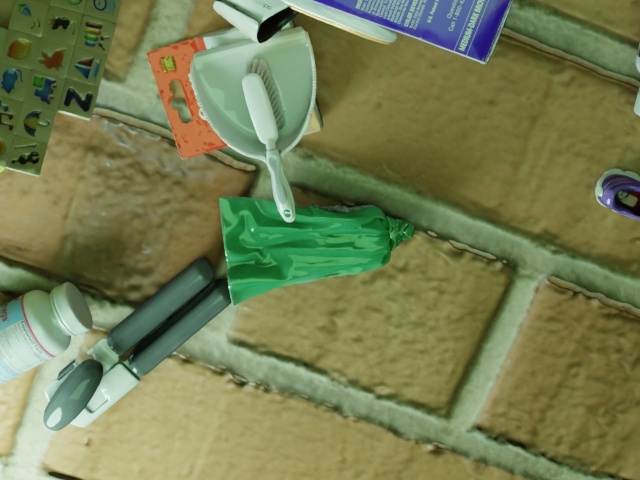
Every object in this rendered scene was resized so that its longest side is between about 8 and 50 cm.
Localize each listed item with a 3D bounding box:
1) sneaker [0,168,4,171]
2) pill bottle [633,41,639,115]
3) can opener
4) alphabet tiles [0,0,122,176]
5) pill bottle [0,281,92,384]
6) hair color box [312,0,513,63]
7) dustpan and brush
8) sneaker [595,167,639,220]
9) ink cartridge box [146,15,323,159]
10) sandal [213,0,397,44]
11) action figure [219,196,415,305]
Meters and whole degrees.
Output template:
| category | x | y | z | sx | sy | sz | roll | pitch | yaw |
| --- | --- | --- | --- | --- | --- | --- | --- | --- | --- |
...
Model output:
| category | x | y | z | sx | sy | sz | roll | pitch | yaw |
| --- | --- | --- | --- | --- | --- | --- | --- | --- | --- |
| sneaker | -0.496 | -0.164 | 1.874 | 0.295 | 0.109 | 0.123 | 17 | 83 | -3 |
| pill bottle | 0.425 | -0.227 | 1.836 | 0.112 | 0.112 | 0.186 | 11 | 110 | -4 |
| can opener | -0.229 | 0.140 | 1.978 | 0.283 | 0.095 | 0.076 | -40 | 107 | 13 |
| alphabet tiles | -0.350 | -0.200 | 1.836 | 0.198 | 0.009 | 0.237 | 14 | 81 | -6 |
| pill bottle | -0.366 | 0.115 | 1.973 | 0.160 | 0.087 | 0.087 | -27 | 108 | 9 |
| hair color box | 0.037 | -0.316 | 1.762 | 0.339 | 0.185 | 0.110 | 17 | 109 | -7 |
| dustpan and brush | -0.060 | -0.126 | 1.854 | 0.147 | 0.060 | 0.211 | -12 | 109 | 12 |
| sneaker | 0.415 | -0.035 | 1.930 | 0.170 | 0.071 | 0.068 | 11 | 110 | -5 |
| ink cartridge box | -0.101 | -0.179 | 1.888 | 0.179 | 0.045 | 0.145 | -16 | 109 | 3 |
| sandal | -0.046 | -0.251 | 1.788 | 0.265 | 0.102 | 0.076 | 25 | 101 | 16 |
| action figure | 0.000 | 0.000 | 1.945 | 0.232 | 0.063 | 0.137 | -5 | 109 | 2 |
